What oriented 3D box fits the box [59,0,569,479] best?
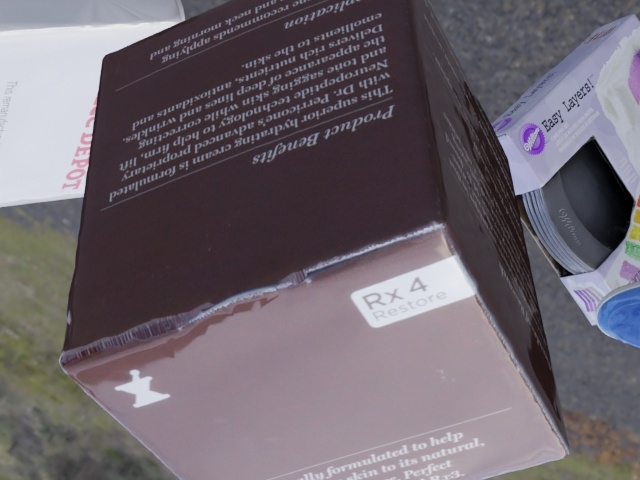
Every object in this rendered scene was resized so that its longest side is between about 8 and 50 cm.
[{"bbox_3d":[0.000,0.000,0.553,0.168,0.203,0.167,-19,134,16],"label":"box"}]

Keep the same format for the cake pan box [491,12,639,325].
[{"bbox_3d":[0.314,-0.077,1.265,0.246,0.267,0.070,55,150,-9],"label":"cake pan box"}]

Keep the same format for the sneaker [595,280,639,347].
[{"bbox_3d":[0.289,0.073,0.910,0.152,0.084,0.058,8,111,18],"label":"sneaker"}]

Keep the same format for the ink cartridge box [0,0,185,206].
[{"bbox_3d":[-0.341,-0.143,0.923,0.285,0.394,0.166,-49,55,56],"label":"ink cartridge box"}]
